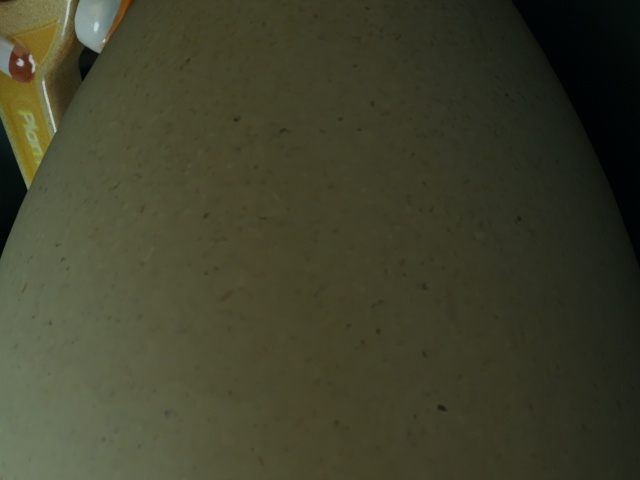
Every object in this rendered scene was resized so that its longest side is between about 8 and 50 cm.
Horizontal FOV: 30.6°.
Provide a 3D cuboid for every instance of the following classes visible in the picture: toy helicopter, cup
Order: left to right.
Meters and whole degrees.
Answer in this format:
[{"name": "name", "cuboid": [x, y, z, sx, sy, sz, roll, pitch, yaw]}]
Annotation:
[{"name": "toy helicopter", "cuboid": [-0.171, -0.117, 0.742, 0.235, 0.140, 0.355, 7, 127, 25]}, {"name": "cup", "cuboid": [0.000, 0.000, 0.550, 0.331, 0.331, 0.237, -1, 87, 38]}]
